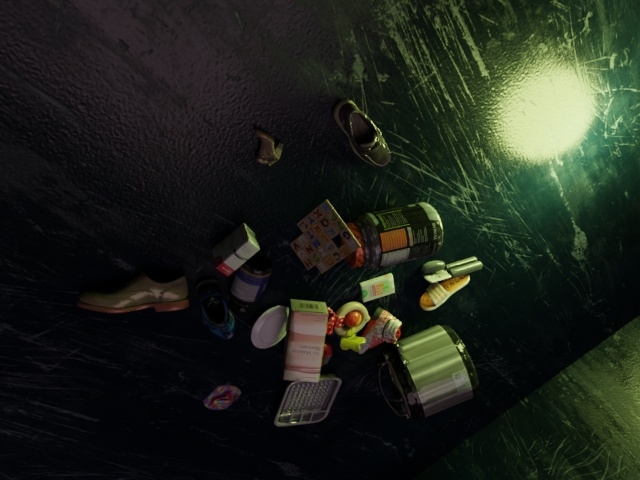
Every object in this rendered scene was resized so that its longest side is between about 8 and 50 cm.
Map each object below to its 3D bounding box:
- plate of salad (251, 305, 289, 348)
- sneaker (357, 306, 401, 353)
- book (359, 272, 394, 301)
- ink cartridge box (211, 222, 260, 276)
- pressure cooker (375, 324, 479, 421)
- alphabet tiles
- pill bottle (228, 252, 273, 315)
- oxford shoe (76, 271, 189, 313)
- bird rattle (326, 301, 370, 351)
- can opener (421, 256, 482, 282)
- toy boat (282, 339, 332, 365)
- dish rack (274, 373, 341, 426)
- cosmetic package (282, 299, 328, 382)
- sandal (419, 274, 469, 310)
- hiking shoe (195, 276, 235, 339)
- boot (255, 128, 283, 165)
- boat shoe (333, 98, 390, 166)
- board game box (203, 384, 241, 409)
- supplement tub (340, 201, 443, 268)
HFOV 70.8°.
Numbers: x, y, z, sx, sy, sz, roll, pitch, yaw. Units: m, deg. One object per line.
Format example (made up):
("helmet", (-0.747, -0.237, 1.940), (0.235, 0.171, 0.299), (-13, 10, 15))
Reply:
("plate of salad", (-0.200, 0.347, 1.827), (0.199, 0.048, 0.200), (-22, 128, -32))
("sneaker", (0.266, 0.442, 2.032), (0.090, 0.145, 0.270), (-30, 147, -59))
("book", (0.242, 0.200, 1.928), (0.144, 0.035, 0.096), (-17, 126, -8))
("ink cartridge box", (-0.286, 0.030, 1.522), (0.150, 0.109, 0.063), (-39, 129, 8))
("pressure cooker", (0.468, 0.618, 2.101), (0.420, 0.370, 0.375), (-22, 151, -3))
("alphabet tiles", (0.000, 0.000, 1.587), (0.237, 0.198, 0.009), (-37, 178, 33))
("pill bottle", (-0.259, 0.159, 1.622), (0.122, 0.123, 0.219), (7, 122, -27))
("oxford shoe", (-0.619, 0.167, 1.506), (0.348, 0.123, 0.130), (0, 98, -21))
("bird rattle", (0.105, 0.347, 1.949), (0.207, 0.143, 0.253), (-43, 117, -4))
("can opener", (0.581, 0.123, 1.982), (0.280, 0.074, 0.093), (-11, 127, -15))
("toy boat", (-0.048, 0.520, 1.962), (0.231, 0.151, 0.151), (11, 120, -29))
("dish rack", (-0.070, 0.762, 2.187), (0.285, 0.072, 0.333), (4, 123, -25))
("cosmetic package", (-0.064, 0.399, 1.800), (0.153, 0.129, 0.296), (5, 103, -7))
("sandal", (0.547, 0.206, 2.022), (0.265, 0.102, 0.076), (-35, 130, -6))
("hiking shoe", (-0.385, 0.282, 1.654), (0.113, 0.132, 0.304), (-20, 130, -8))
("boot", (-0.171, -0.280, 1.385), (0.118, 0.042, 0.087), (25, 114, -35))
("boat shoe", (0.146, -0.327, 1.449), (0.103, 0.092, 0.285), (-38, 130, 7))
("board game box", (-0.439, 0.718, 2.023), (0.169, 0.033, 0.133), (-46, 129, 13))
("supplement tub", (0.256, -0.014, 1.655), (0.337, 0.207, 0.207), (-11, 128, -15))
